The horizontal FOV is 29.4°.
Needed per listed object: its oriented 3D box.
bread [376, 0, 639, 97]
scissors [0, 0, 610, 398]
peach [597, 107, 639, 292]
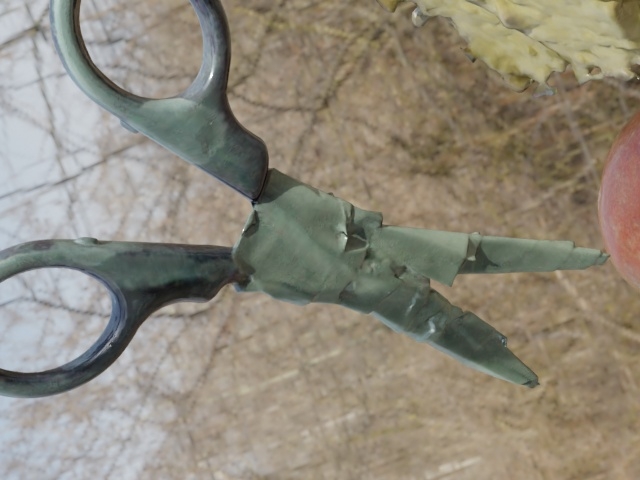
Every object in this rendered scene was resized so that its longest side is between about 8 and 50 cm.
[{"bbox_3d":[0.045,-0.202,0.417,0.239,0.111,0.246,30,-114,-30],"label":"bread"},{"bbox_3d":[0.000,0.000,0.701,0.029,0.383,0.256,40,113,64],"label":"scissors"},{"bbox_3d":[0.375,-0.034,1.103,0.252,0.252,0.253,-21,-90,-87],"label":"peach"}]
